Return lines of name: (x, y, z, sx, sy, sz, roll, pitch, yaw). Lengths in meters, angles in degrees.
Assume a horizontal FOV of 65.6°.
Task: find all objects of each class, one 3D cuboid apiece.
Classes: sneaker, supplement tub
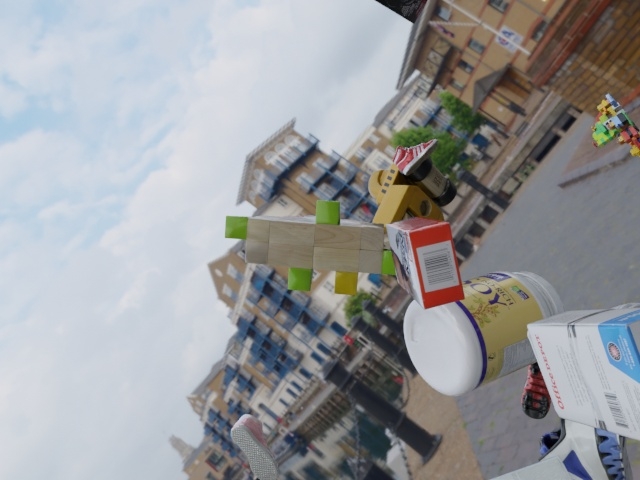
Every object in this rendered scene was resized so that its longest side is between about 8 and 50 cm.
sneaker: (0.756, 0.461, 1.697, 0.135, 0.097, 0.276, 7, -83, -66)
sneaker: (0.615, 0.528, 1.160, 0.182, 0.316, 0.127, -5, 14, 38)
sneaker: (-0.121, 0.399, 0.971, 0.051, 0.134, 0.070, -32, 6, 11)
sneaker: (0.228, -0.219, 1.214, 0.118, 0.067, 0.042, -43, -22, -8)
supplement tub: (0.396, 0.210, 1.201, 0.331, 0.241, 0.241, -13, -28, -27)

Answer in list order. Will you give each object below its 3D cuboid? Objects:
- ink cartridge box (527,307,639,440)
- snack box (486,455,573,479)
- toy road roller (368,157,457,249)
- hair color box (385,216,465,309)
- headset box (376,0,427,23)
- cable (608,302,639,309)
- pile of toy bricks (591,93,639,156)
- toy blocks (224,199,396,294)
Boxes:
ink cartridge box: (0.389, 0.171, 0.665, 0.085, 0.148, 0.203, -16, -6, -11)
snack box: (0.442, 0.592, 0.918, 0.187, 0.322, 0.060, -15, -39, -6)
toy road roller: (0.253, -0.113, 1.573, 0.240, 0.202, 0.330, 5, 64, 52)
hair color box: (0.129, 0.022, 0.640, 0.053, 0.093, 0.167, -13, 5, 1)
headset box: (0.089, -0.278, 0.533, 0.083, 0.032, 0.062, 2, -52, -45)
cable: (0.690, 0.262, 1.060, 0.257, 0.257, 0.089, -34, -4, -34)
pile of toy bricks: (0.798, -0.300, 1.367, 0.105, 0.118, 0.212, -41, 40, 36)
toy blocks: (0.000, 0.000, 1.153, 0.261, 0.380, 0.191, -41, -44, -82)
